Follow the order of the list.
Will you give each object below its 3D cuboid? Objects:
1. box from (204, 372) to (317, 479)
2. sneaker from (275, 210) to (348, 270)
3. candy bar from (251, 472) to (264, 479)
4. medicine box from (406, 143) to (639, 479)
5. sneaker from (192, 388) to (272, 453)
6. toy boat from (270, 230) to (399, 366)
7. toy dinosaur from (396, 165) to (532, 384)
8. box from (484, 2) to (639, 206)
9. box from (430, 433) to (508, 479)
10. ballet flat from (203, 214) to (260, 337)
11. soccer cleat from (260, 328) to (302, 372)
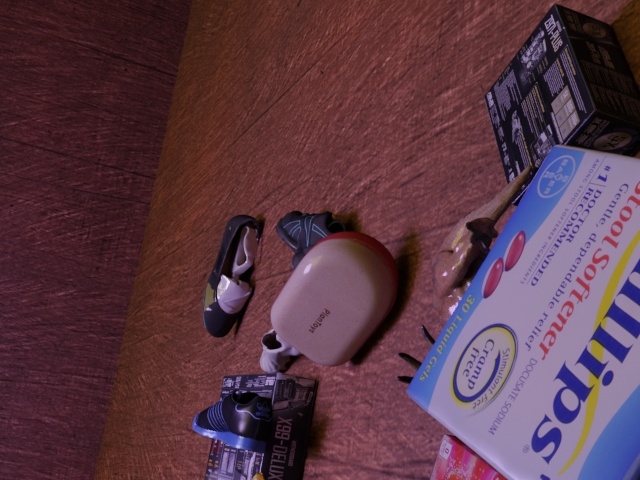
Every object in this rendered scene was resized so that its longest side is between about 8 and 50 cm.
[{"bbox_3d":[-0.116,0.360,1.656,0.307,0.077,0.242,158,124,-65],"label":"box"},{"bbox_3d":[0.000,0.000,1.617,0.106,0.101,0.267,-48,25,8],"label":"sneaker"},{"bbox_3d":[-0.123,0.432,1.492,0.161,0.018,0.040,-62,29,31],"label":"candy bar"},{"bbox_3d":[0.241,0.084,0.719,0.263,0.149,0.289,-59,21,-1],"label":"medicine box"},{"bbox_3d":[-0.141,0.292,1.554,0.232,0.081,0.090,-3,70,60],"label":"sneaker"},{"bbox_3d":[0.034,0.073,1.420,0.231,0.151,0.151,-56,-1,42],"label":"toy boat"},{"bbox_3d":[0.158,0.073,0.974,0.200,0.127,0.295,158,114,-72],"label":"toy dinosaur"},{"bbox_3d":[0.261,-0.139,1.012,0.180,0.078,0.147,-95,28,-42],"label":"box"},{"bbox_3d":[0.160,0.331,0.888,0.128,0.123,0.256,25,99,68],"label":"box"},{"bbox_3d":[-0.190,0.072,2.034,0.096,0.095,0.280,-11,66,55],"label":"ballet flat"},{"bbox_3d":[-0.078,0.190,1.673,0.196,0.076,0.068,142,139,-59],"label":"soccer cleat"}]
